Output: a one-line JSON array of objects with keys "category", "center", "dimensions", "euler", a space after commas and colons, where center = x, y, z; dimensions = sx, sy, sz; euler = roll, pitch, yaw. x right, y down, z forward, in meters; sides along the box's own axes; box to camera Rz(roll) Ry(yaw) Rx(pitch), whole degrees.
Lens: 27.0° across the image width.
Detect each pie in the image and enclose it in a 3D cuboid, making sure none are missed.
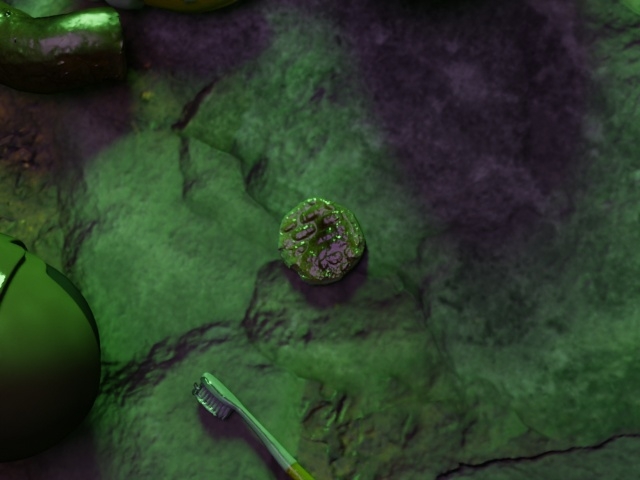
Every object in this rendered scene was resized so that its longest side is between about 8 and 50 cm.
[{"category": "pie", "center": [0.000, 0.000, 1.225], "dimensions": [0.084, 0.020, 0.084], "euler": [-3, 78, 16]}]

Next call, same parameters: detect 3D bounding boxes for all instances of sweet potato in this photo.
[{"category": "sweet potato", "center": [-0.317, -0.216, 1.332], "dimensions": [0.286, 0.085, 0.112], "euler": [24, 91, 16]}]

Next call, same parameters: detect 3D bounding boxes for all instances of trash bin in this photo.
[{"category": "trash bin", "center": [-0.358, 0.090, 1.203], "dimensions": [0.334, 0.214, 0.214], "euler": [9, 81, 6]}]

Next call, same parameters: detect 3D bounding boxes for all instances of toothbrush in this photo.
[{"category": "toothbrush", "center": [-0.011, 0.218, 1.181], "dimensions": [0.288, 0.021, 0.024], "euler": [41, 103, 21]}]

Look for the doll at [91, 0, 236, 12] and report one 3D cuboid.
[{"category": "doll", "center": [-0.157, -0.335, 1.270], "dimensions": [0.252, 0.111, 0.237], "euler": [3, 106, 24]}]
